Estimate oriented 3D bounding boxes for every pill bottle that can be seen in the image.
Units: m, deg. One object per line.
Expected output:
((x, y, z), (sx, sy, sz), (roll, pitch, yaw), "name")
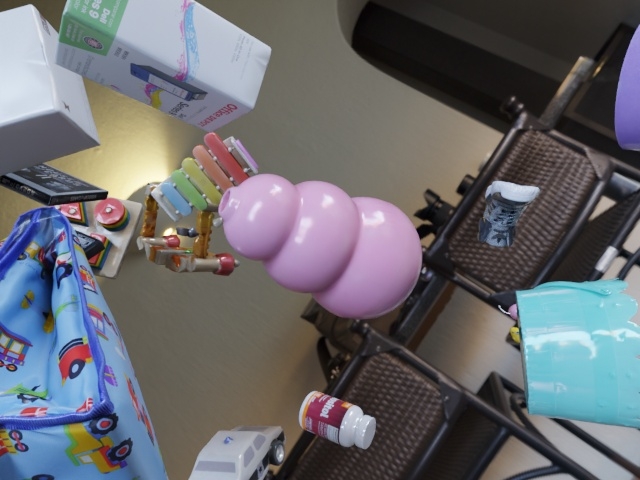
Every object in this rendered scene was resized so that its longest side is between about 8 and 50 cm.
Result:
((0.037, 0.388, 0.960), (0.086, 0.152, 0.085), (-25, -61, -55), "pill bottle")

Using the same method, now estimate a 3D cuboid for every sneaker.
((0.443, -0.057, 1.067), (0.269, 0.102, 0.152), (-17, -63, -76), "sneaker")

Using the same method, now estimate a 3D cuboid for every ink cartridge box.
((-0.191, -0.226, 0.544), (0.213, 0.154, 0.093), (18, -99, -33), "ink cartridge box")

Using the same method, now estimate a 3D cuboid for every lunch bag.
((-0.229, 0.119, 0.415), (0.138, 0.293, 0.220), (-12, -53, -15), "lunch bag")

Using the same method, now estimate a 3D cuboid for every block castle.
((-0.480, -0.048, 1.680), (0.213, 0.454, 0.302), (4, -82, -49), "block castle")

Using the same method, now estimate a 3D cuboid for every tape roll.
((0.491, -0.218, 0.621), (0.189, 0.080, 0.188), (-15, -67, -40), "tape roll")

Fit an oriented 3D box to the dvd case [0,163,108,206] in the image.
((-0.618, -0.131, 1.003), (0.238, 0.180, 0.029), (-84, 18, -81), "dvd case")

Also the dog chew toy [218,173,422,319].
((0.000, 0.000, 0.704), (0.332, 0.206, 0.206), (24, -75, -29), "dog chew toy")

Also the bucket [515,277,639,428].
((0.480, 0.209, 0.848), (0.281, 0.183, 0.280), (-5, -90, -69), "bucket")

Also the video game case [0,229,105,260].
((-0.742, 0.047, 1.142), (0.248, 0.275, 0.035), (-47, -37, -41), "video game case")

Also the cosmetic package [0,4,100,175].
((-0.623, -0.227, 0.776), (0.386, 0.217, 0.156), (-16, -11, -6), "cosmetic package")

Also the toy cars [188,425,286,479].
((-0.213, 0.334, 0.584), (0.394, 0.177, 0.087), (-17, -79, -28), "toy cars")

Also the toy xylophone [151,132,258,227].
((-0.308, -0.159, 1.291), (0.323, 0.236, 0.081), (-36, 23, 21), "toy xylophone")

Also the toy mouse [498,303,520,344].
((0.533, 0.198, 1.118), (0.143, 0.161, 0.031), (-38, -21, -17), "toy mouse")

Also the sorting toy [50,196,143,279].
((-0.717, -0.038, 1.358), (0.089, 0.258, 0.255), (101, -179, -68), "sorting toy")
